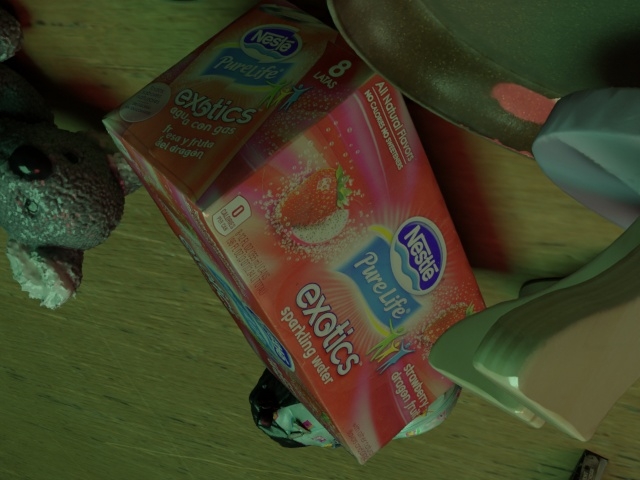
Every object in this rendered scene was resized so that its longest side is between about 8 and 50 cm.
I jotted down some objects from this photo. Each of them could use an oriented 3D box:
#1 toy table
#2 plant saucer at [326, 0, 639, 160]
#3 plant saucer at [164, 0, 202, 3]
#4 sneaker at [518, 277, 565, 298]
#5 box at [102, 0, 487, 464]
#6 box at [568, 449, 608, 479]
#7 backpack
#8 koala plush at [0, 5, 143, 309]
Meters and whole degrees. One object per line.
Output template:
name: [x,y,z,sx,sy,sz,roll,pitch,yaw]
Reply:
toy table: [0.183,0.043,0.532,0.252,0.161,0.274,35,173,-31]
plant saucer: [0.156,-0.094,0.568,0.311,0.050,0.310,21,170,4]
plant saucer: [-0.119,-0.225,0.727,0.168,0.029,0.168,24,152,13]
sneaker: [0.201,0.065,0.825,0.064,0.086,0.192,40,151,-17]
box: [0.000,0.000,0.807,0.142,0.154,0.300,40,163,43]
box: [0.242,0.275,1.120,0.027,0.094,0.137,23,151,13]
backpack: [0.038,0.115,1.029,0.182,0.152,0.115,-18,132,40]
koala plush: [-0.262,-0.065,0.980,0.221,0.196,0.203,30,164,2]
